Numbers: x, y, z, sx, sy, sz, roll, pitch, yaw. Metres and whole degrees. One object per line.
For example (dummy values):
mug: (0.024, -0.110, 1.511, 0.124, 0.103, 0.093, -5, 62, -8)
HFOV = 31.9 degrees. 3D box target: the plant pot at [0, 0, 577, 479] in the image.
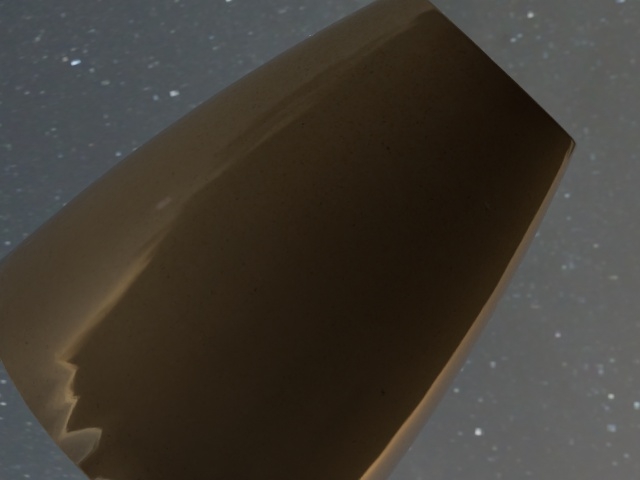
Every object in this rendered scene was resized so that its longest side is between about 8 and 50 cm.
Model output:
plant pot: (0.000, 0.000, 0.630, 0.256, 0.256, 0.274, 34, -75, -35)
